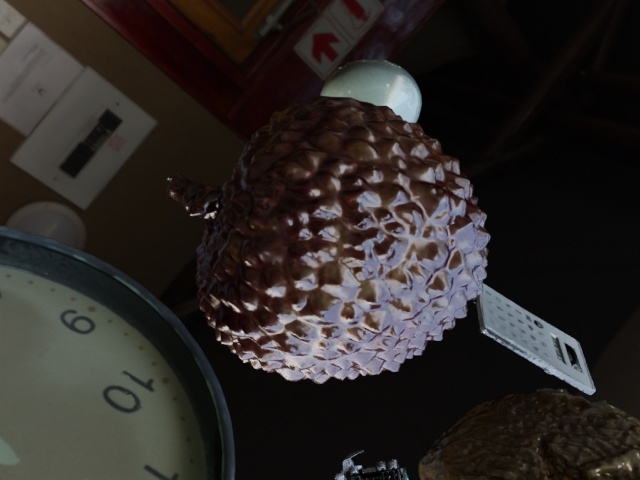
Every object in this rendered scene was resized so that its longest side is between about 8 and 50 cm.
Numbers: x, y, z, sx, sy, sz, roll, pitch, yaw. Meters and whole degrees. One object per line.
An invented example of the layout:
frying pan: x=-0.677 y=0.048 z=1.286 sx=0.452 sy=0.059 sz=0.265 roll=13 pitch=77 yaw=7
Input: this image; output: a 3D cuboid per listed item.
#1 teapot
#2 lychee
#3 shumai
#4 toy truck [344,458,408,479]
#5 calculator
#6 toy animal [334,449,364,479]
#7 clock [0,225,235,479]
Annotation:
teapot: x=0.084 y=-0.179 z=1.116 sx=0.184 sy=0.183 sz=0.250 roll=-25 pitch=-133 yaw=35
lychee: x=0.000 y=0.000 z=0.590 sx=0.264 sy=0.300 sz=0.264 roll=-163 pitch=-90 yaw=-89
shumai: x=0.324 y=0.384 z=0.932 sx=0.346 sy=0.283 sz=0.217 roll=-7 pitch=-153 yaw=23
toy truck: x=0.076 y=0.323 z=0.877 sx=0.083 sy=0.044 sz=0.039 roll=-11 pitch=-127 yaw=7
calculator: x=0.402 y=0.183 z=1.234 sx=0.021 sy=0.262 sz=0.161 roll=-55 pitch=-170 yaw=28
toy animal: x=0.042 y=0.366 z=1.023 sx=0.050 sy=0.028 sz=0.084 roll=-32 pitch=145 yaw=-59
clock: x=-0.236 y=0.129 z=0.377 sx=0.386 sy=0.387 sz=0.076 roll=-98 pitch=-153 yaw=-50
